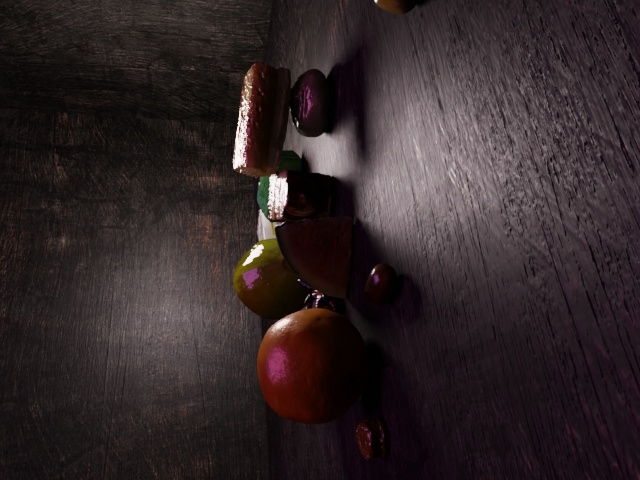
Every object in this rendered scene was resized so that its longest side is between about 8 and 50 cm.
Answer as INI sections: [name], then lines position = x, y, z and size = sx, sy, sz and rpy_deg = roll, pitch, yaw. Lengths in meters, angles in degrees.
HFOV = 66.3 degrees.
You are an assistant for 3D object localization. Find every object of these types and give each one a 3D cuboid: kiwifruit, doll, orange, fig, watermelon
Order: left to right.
[fig]
position = -0.169, 0.142, 1.913
size = 0.343, 0.343, 0.343
rpy_deg = -179, 90, -75
[orange]
position = -0.018, 0.338, 1.332
size = 0.312, 0.312, 0.312
rpy_deg = -179, 90, -75
[doll]
position = -0.005, 0.155, 1.631
size = 0.088, 0.127, 0.249
rpy_deg = -65, 35, 35
[watermelon]
position = -0.001, 0.031, 1.509
size = 0.232, 0.310, 0.193
rpy_deg = -54, 4, -19
[kiwifruit]
position = 0.144, 0.107, 1.167
size = 0.075, 0.075, 0.124
rpy_deg = -104, 16, -44

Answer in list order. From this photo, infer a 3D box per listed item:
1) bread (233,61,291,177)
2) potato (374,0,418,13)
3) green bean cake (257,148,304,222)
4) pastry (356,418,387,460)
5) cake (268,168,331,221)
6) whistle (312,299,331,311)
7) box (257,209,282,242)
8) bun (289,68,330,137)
[bread]
position = -0.209, -0.417, 1.759
size = 0.236, 0.165, 0.375
rpy_deg = -179, 96, -70
[potato]
position = 0.154, -0.580, 1.054
size = 0.137, 0.137, 0.176
rpy_deg = 144, 123, -72
[green bean cake]
position = -0.177, -0.261, 2.226
size = 0.300, 0.169, 0.308
rpy_deg = -122, 36, -61
[pastry]
position = 0.129, 0.500, 1.234
size = 0.109, 0.057, 0.097
rpy_deg = 111, 153, -56
[cake]
position = -0.063, -0.157, 1.746
size = 0.293, 0.198, 0.196
rpy_deg = -172, 88, -71
[whistle]
position = 0.005, 0.191, 1.731
size = 0.220, 0.057, 0.107
rpy_deg = -103, 34, -54
[box]
position = -0.228, -0.005, 2.445
size = 0.333, 0.145, 0.173
rpy_deg = -106, 20, -49
[bun]
position = -0.044, -0.496, 1.766
size = 0.239, 0.141, 0.239
rpy_deg = 179, 90, -78
